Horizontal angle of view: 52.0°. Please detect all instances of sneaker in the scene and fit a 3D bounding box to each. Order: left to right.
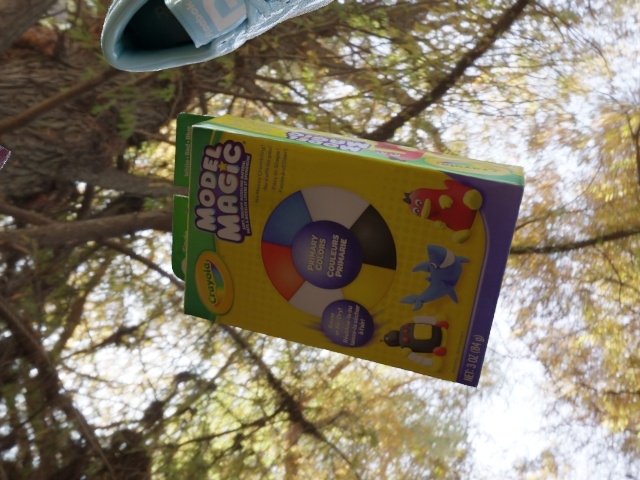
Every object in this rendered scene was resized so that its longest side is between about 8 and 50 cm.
[{"bbox_3d":[-0.081,-0.261,0.690,0.365,0.150,0.135,-18,-50,30],"label":"sneaker"}]

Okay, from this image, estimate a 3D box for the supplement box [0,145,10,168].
[{"bbox_3d":[-0.443,-0.095,0.619,0.239,0.130,0.073,36,-45,-25],"label":"supplement box"}]

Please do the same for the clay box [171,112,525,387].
[{"bbox_3d":[0.000,0.000,0.405,0.222,0.053,0.128,11,-69,12],"label":"clay box"}]
